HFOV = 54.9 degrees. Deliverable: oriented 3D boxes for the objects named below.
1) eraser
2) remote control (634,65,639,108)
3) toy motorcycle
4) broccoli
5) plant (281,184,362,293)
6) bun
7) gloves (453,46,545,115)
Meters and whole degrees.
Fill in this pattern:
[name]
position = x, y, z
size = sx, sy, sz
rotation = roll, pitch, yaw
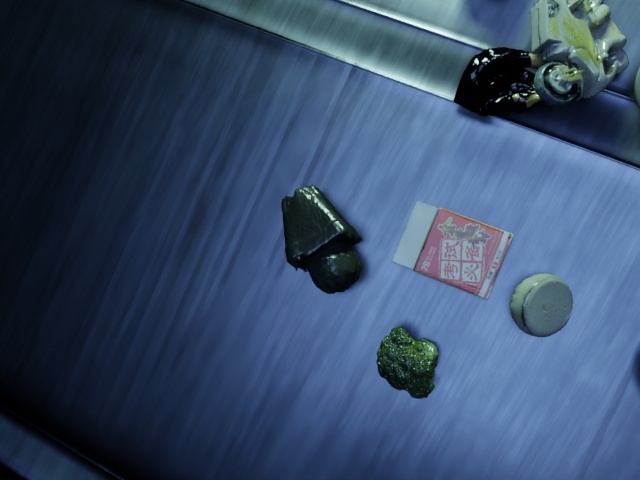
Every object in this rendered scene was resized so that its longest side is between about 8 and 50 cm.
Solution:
[eraser]
position = 0.296, 0.019, 1.394
size = 0.230, 0.038, 0.157
rotation = 22, 93, 13
[remote control]
position = 0.815, -0.302, 1.247
size = 0.332, 0.103, 0.221
rotation = 18, 88, 16
[toy motorcycle]
position = 0.551, -0.427, 1.300
size = 0.223, 0.108, 0.340
rotation = 8, 75, -13
[broccoli]
position = 0.194, 0.273, 1.364
size = 0.138, 0.145, 0.162
rotation = -17, 65, -18
[plant]
position = 0.000, 0.000, 1.418
size = 0.164, 0.142, 0.256
rotation = -30, 76, 10
[bun]
position = 0.461, 0.133, 1.321
size = 0.138, 0.094, 0.138
rotation = -4, 103, -18
[gloves]
position = 0.417, -0.337, 1.345
size = 0.204, 0.124, 0.164
rotation = 20, 102, -3
